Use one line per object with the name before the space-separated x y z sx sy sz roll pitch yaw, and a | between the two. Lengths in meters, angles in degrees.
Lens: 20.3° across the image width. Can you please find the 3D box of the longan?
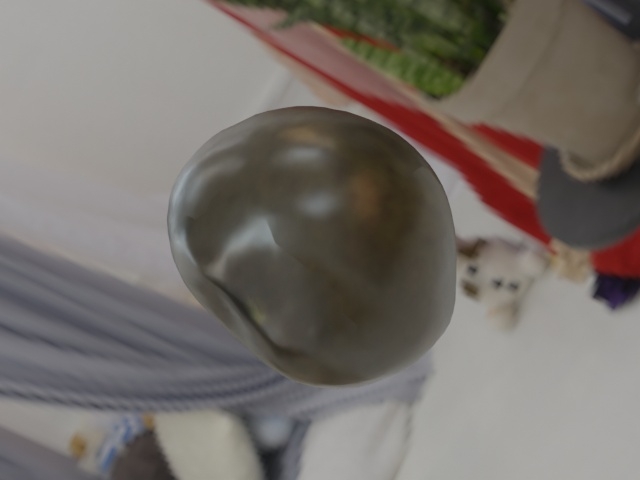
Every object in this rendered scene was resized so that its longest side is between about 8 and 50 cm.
longan | 0.000 0.000 1.248 0.212 0.198 0.198 41 106 26
